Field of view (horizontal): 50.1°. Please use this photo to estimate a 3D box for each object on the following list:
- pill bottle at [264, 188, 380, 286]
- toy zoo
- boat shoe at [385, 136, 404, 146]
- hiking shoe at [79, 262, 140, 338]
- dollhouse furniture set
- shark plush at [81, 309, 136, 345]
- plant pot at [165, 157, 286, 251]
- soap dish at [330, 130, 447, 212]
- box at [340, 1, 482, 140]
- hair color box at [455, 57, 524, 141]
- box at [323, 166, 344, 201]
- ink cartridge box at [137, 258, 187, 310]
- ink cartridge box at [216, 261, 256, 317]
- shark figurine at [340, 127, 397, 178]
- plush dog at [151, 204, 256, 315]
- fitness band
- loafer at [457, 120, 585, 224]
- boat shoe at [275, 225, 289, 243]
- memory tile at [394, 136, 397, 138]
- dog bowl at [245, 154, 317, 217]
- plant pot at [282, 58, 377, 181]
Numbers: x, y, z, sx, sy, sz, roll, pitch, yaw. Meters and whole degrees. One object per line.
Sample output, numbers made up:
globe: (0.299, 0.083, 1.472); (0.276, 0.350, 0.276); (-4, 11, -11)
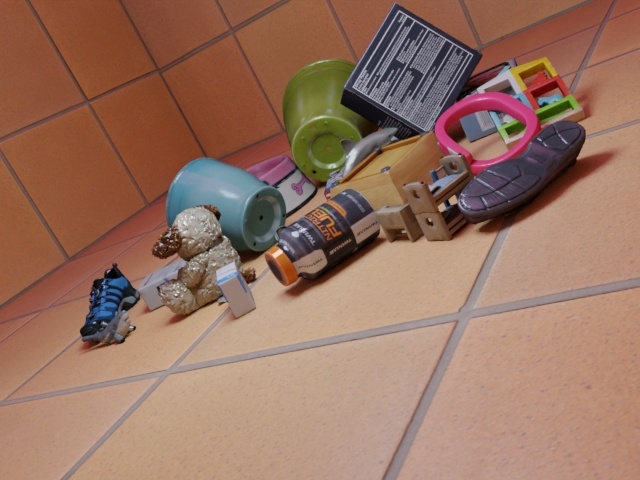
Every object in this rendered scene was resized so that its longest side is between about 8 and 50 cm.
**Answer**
pill bottle: (0.000, 0.000, 1.488); (0.245, 0.130, 0.130); (-34, 17, -19)
toy zoo: (0.514, -0.360, 1.723); (0.192, 0.030, 0.293); (-23, 43, 14)
boat shoe: (0.199, -0.252, 2.041); (0.088, 0.096, 0.267); (-29, 22, -6)
hiking shoe: (-0.623, 0.179, 1.946); (0.113, 0.132, 0.304); (-25, 16, 10)
dollhouse furniture set: (0.213, -0.085, 1.403); (0.129, 0.129, 0.183); (-36, 18, -28)
shark plush: (-0.552, 0.230, 1.786); (0.161, 0.067, 0.073); (-17, 19, 32)
plant pot: (-0.246, -0.080, 1.924); (0.255, 0.272, 0.271); (15, 40, 36)
soap dish: (0.175, -0.157, 1.719); (0.229, 0.118, 0.291); (-12, 23, 44)
box: (0.256, -0.469, 1.992); (0.296, 0.294, 0.183); (-59, 1, -5)
hair color box: (0.507, -0.419, 2.011); (0.185, 0.114, 0.374); (-21, 16, 21)
box: (0.098, -0.189, 2.083); (0.159, 0.044, 0.233); (-24, 16, 13)
ink cartridge box: (-0.404, 0.110, 1.912); (0.175, 0.072, 0.127); (-25, 16, 8)
ink cartridge box: (-0.191, 0.108, 1.533); (0.052, 0.089, 0.122); (-29, 16, -5)
shark figurine: (0.090, -0.223, 1.924); (0.166, 0.116, 0.278); (-3, 51, 45)
plush dog: (-0.290, 0.027, 1.701); (0.210, 0.225, 0.262); (-17, 19, 34)
fitness band: (0.397, -0.260, 1.634); (0.209, 0.054, 0.291); (-32, 36, 0)
loafer: (0.394, -0.112, 1.314); (0.302, 0.095, 0.109); (-36, 47, -14)
boat shoe: (-0.068, 0.005, 1.692); (0.077, 0.070, 0.219); (-32, 16, -14)
memory tile: (0.233, -0.358, 2.459); (0.113, 0.012, 0.148); (-34, 17, -22)
dog bowl: (-0.223, -0.144, 2.281); (0.408, 0.150, 0.408); (-26, 16, 8)
plant pot: (0.031, -0.380, 2.316); (0.366, 0.366, 0.353); (-22, 28, 18)
